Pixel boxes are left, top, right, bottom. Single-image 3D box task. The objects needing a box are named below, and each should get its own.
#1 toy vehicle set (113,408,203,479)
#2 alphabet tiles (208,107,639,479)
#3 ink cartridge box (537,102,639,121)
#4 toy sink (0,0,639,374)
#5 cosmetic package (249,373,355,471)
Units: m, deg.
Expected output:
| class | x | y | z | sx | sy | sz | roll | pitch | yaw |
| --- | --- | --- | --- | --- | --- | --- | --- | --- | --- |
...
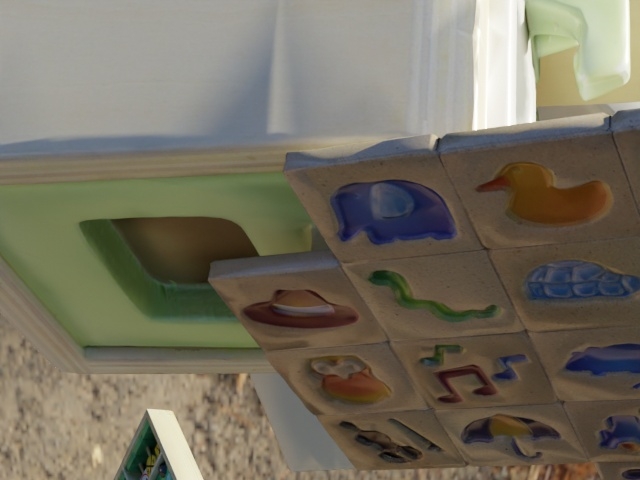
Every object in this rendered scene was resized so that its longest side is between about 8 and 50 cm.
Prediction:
| class | x | y | z | sx | sy | sz | roll | pitch | yaw |
| --- | --- | --- | --- | --- | --- | --- | --- | --- | --- |
| toy vehicle set | -0.211 | 0.353 | 1.596 | 0.035 | 0.267 | 0.166 | 8 | 32 | -33 |
| alphabet tiles | 0.099 | 0.030 | 0.364 | 0.237 | 0.198 | 0.009 | -6 | 53 | 23 |
| ink cartridge box | 0.112 | -0.129 | 0.683 | 0.117 | 0.278 | 0.201 | -48 | 19 | -4 |
| toy sink | 0.007 | -0.038 | 0.422 | 0.234 | 0.153 | 0.131 | -2 | 62 | 12 |
| cosmetic package | 0.000 | 0.000 | 1.012 | 0.113 | 0.309 | 0.160 | -9 | 19 | 33 |
